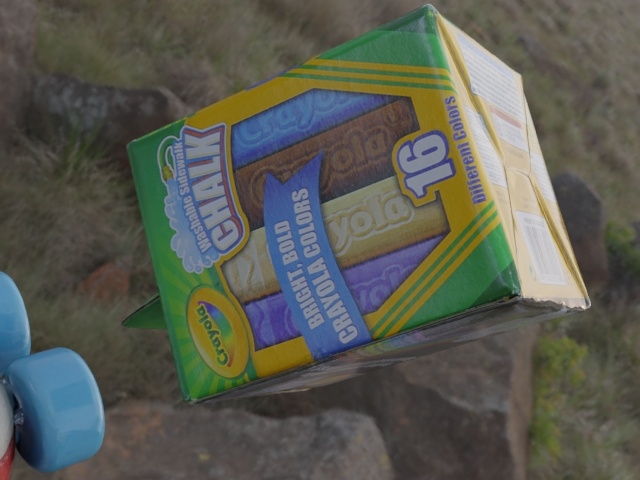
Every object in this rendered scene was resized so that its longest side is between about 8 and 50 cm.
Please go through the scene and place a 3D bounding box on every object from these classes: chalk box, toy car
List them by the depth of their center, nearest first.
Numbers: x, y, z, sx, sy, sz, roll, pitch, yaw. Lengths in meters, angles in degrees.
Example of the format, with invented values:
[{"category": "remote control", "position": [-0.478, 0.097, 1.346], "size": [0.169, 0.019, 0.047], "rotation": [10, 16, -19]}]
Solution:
[{"category": "chalk box", "position": [0.000, 0.000, 0.500], "size": [0.132, 0.213, 0.132], "rotation": [9, 64, -63]}, {"category": "toy car", "position": [-0.276, 0.170, 0.642], "size": [0.219, 0.238, 0.210], "rotation": [-14, 34, -37]}]
